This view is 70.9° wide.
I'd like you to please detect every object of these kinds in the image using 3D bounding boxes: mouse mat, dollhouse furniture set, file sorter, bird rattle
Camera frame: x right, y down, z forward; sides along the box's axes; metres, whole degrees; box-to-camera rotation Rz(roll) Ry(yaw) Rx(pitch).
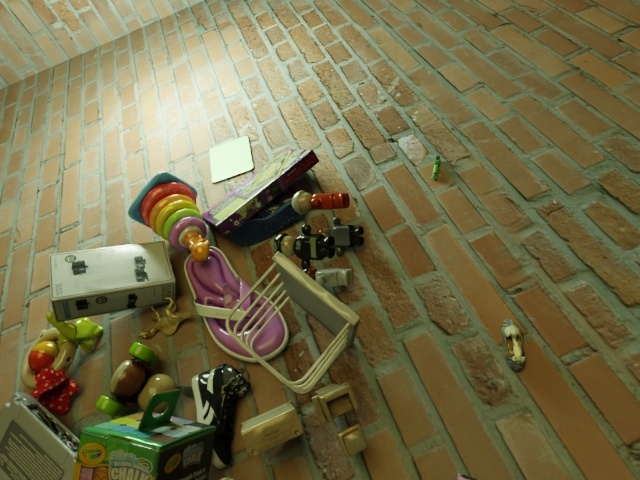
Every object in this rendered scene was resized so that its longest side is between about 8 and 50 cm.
[{"bbox_3d":[-0.307,-0.280,1.534,0.152,0.007,0.190,-18,52,4],"label":"mouse mat"},{"bbox_3d":[-0.020,0.492,0.839,0.303,0.174,0.356,-21,79,-13],"label":"dollhouse furniture set"},{"bbox_3d":[-0.053,0.185,0.900,0.192,0.278,0.173,37,74,14],"label":"file sorter"},{"bbox_3d":[-0.686,0.314,1.164,0.206,0.143,0.254,-5,65,28],"label":"bird rattle"}]

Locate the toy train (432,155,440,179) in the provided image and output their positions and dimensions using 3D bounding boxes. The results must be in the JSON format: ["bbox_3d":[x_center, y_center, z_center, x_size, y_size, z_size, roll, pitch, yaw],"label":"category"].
[{"bbox_3d":[0.325,-0.205,1.262,0.017,0.024,0.083,5,55,21],"label":"toy train"}]

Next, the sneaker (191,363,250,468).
[{"bbox_3d":[-0.200,0.360,0.968,0.121,0.079,0.217,-27,50,-3],"label":"sneaker"}]

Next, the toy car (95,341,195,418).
[{"bbox_3d":[-0.378,0.350,1.030,0.188,0.149,0.155,26,66,0],"label":"toy car"}]

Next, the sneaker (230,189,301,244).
[{"bbox_3d":[-0.153,-0.069,1.286,0.232,0.081,0.090,-25,36,-1],"label":"sneaker"}]

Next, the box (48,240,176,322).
[{"bbox_3d":[-0.545,0.101,1.188,0.289,0.087,0.169,-9,46,-27],"label":"box"}]

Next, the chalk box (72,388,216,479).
[{"bbox_3d":[-0.323,0.425,0.830,0.179,0.180,0.289,2,79,19],"label":"chalk box"}]

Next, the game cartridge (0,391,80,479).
[{"bbox_3d":[-0.617,0.491,0.971,0.294,0.060,0.196,25,84,24],"label":"game cartridge"}]

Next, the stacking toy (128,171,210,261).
[{"bbox_3d":[-0.381,-0.039,1.248,0.175,0.165,0.302,-50,54,4],"label":"stacking toy"}]

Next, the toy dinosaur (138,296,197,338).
[{"bbox_3d":[-0.391,0.200,1.178,0.183,0.053,0.093,-24,63,12],"label":"toy dinosaur"}]

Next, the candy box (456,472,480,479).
[{"bbox_3d":[0.303,0.492,0.712,0.196,0.070,0.165,8,57,24],"label":"candy box"}]

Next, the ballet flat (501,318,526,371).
[{"bbox_3d":[0.397,0.207,0.918,0.041,0.041,0.114,-5,53,14],"label":"ballet flat"}]

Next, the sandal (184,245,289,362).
[{"bbox_3d":[-0.243,0.146,1.129,0.169,0.102,0.416,-41,53,-14],"label":"sandal"}]

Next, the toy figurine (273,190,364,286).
[{"bbox_3d":[0.000,0.000,1.094,0.148,0.210,0.213,0,55,26],"label":"toy figurine"}]

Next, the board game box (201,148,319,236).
[{"bbox_3d":[-0.182,-0.150,1.315,0.346,0.056,0.208,-41,29,-13],"label":"board game box"}]
